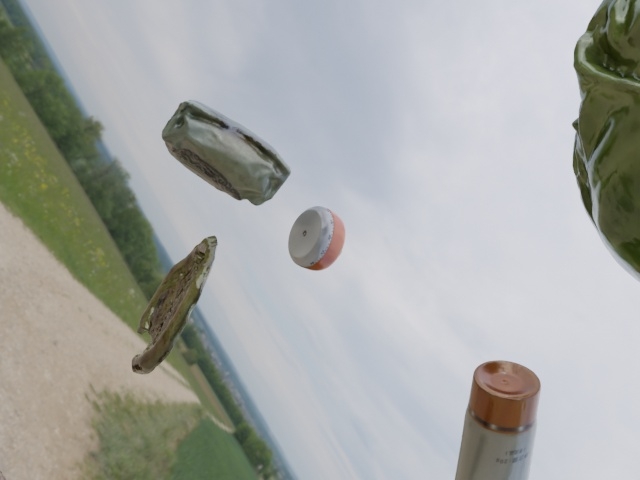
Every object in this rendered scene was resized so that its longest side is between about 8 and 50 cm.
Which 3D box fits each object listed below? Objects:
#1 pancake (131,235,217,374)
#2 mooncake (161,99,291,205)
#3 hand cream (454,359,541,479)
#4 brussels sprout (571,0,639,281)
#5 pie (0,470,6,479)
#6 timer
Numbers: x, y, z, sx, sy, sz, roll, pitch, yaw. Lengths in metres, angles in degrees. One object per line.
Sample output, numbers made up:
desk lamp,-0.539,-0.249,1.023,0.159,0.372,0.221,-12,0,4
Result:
pancake,-0.209,0.087,0.929,0.029,0.212,0.235,33,5,-20
mooncake,-0.197,-0.177,1.311,0.250,0.136,0.254,33,7,-15
hand cream,0.230,0.316,0.883,0.089,0.139,0.314,-125,-151,-58
brussels sprout,0.464,-0.100,0.714,0.342,0.425,0.361,-2,-102,35
pie,-0.834,0.523,1.489,0.308,0.085,0.308,39,-24,21
timer,0.000,0.000,1.318,0.099,0.136,0.136,36,-25,31
